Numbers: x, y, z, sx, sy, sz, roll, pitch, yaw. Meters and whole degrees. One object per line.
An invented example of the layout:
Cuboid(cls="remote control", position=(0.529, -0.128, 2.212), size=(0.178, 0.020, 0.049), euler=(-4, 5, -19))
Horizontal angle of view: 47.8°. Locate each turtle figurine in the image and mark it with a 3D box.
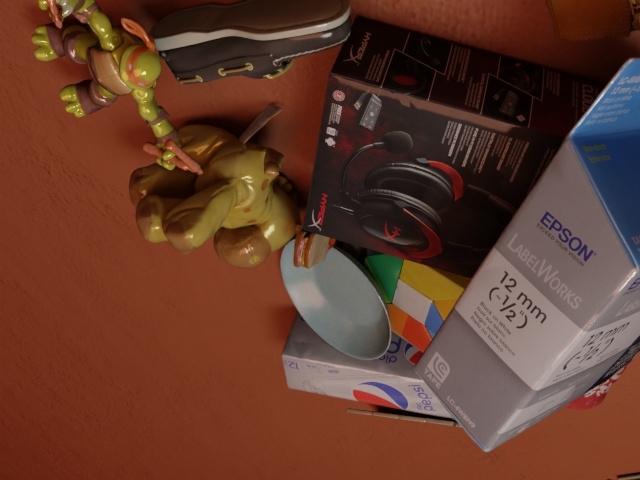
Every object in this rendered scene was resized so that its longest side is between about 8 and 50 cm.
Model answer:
Cuboid(cls="turtle figurine", position=(-0.221, -0.189, 0.738), size=(0.217, 0.087, 0.269), euler=(17, 150, 49))

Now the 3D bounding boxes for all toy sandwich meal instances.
Cuboid(cls="toy sandwich meal", position=(0.000, 0.000, 0.850), size=(0.029, 0.085, 0.085), euler=(27, 145, 32))

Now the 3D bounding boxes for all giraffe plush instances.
Cuboid(cls="giraffe plush", position=(-0.098, -0.041, 0.872), size=(0.210, 0.181, 0.170), euler=(-32, 137, 2))

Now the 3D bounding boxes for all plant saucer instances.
Cuboid(cls="plant saucer", position=(0.027, 0.071, 0.965), size=(0.195, 0.037, 0.195), euler=(31, 141, 29))

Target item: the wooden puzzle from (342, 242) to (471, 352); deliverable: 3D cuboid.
Cuboid(cls="wooden puzzle", position=(0.127, 0.070, 0.915), size=(0.239, 0.044, 0.221), euler=(30, 142, 19))

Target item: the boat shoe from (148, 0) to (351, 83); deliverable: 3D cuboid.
Cuboid(cls="boat shoe", position=(-0.066, -0.200, 0.726), size=(0.228, 0.081, 0.068), euler=(4, 137, 29))

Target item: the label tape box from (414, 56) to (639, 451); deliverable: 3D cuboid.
Cuboid(cls="label tape box", position=(0.267, 0.013, 0.647), size=(0.115, 0.249, 0.347), euler=(51, 133, 28))

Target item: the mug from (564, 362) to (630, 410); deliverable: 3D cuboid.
Cuboid(cls="mug", position=(0.319, 0.113, 0.877), size=(0.150, 0.113, 0.169), euler=(7, 136, -10))

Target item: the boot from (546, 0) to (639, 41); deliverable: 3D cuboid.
Cuboid(cls="boot", position=(0.291, -0.263, 0.514), size=(0.295, 0.104, 0.211), euler=(-12, 138, 29))

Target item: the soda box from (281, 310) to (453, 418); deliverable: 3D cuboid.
Cuboid(cls="soda box", position=(0.094, 0.179, 1.051), size=(0.286, 0.098, 0.091), euler=(8, 137, 13))

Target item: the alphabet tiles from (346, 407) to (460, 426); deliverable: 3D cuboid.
Cuboid(cls="alphabet tiles", position=(0.179, 0.281, 1.120), size=(0.237, 0.009, 0.198), euler=(2, 166, 19))

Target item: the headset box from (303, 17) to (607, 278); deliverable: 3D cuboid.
Cuboid(cls="headset box", position=(0.146, -0.076, 0.746), size=(0.293, 0.110, 0.218), euler=(17, 138, 4))

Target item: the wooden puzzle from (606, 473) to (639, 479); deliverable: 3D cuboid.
Cuboid(cls="wooden puzzle", position=(0.532, 0.403, 1.179), size=(0.079, 0.014, 0.116), euler=(36, 136, -18))
